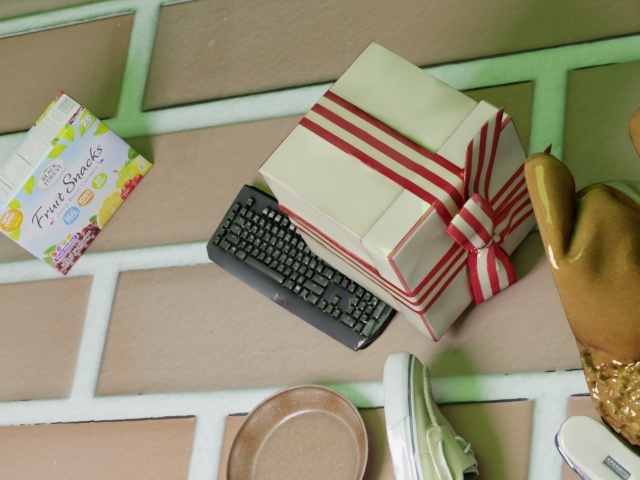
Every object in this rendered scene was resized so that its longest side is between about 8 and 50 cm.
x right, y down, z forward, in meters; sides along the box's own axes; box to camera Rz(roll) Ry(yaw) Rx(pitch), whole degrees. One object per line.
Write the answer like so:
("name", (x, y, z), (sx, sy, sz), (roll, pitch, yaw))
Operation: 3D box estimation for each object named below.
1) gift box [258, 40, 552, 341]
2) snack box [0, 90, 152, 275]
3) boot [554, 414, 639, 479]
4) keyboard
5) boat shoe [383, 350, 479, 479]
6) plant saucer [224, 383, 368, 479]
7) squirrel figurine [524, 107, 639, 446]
("gift box", (0.123, -0.071, 1.983), (0.258, 0.255, 0.276), (36, 83, 31))
("snack box", (-0.363, -0.078, 2.335), (0.070, 0.174, 0.207), (34, 84, 39))
("boot", (0.335, 0.266, 1.821), (0.069, 0.086, 0.190), (-42, 80, -6))
("keyboard", (0.000, 0.000, 2.175), (0.317, 0.033, 0.201), (30, 82, 37))
("boat shoe", (0.136, 0.270, 1.920), (0.094, 0.109, 0.302), (-12, 67, 7))
("plant saucer", (-0.024, 0.275, 2.037), (0.198, 0.036, 0.199), (-13, 59, 23))
("squirrel figurine", (0.448, 0.034, 1.793), (0.370, 0.281, 0.397), (-16, 71, 10))
